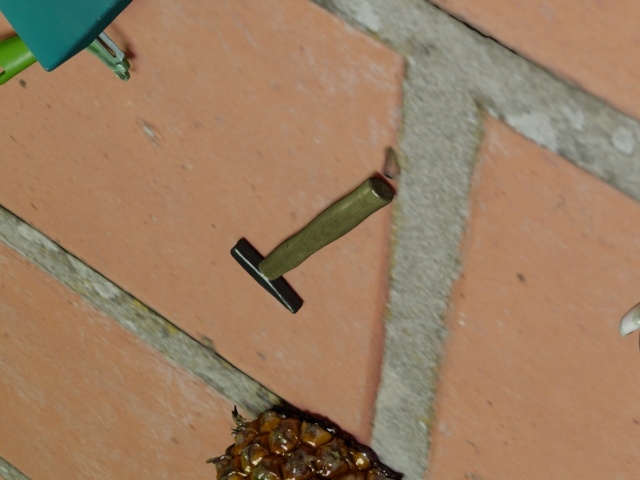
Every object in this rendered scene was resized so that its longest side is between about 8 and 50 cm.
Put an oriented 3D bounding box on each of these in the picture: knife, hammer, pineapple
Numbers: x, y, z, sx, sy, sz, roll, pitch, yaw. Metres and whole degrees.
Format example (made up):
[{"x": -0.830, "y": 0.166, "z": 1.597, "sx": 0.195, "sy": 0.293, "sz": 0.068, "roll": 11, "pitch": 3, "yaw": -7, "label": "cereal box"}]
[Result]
[{"x": -0.184, "y": -0.126, "z": 1.228, "sx": 0.078, "sy": 0.022, "sz": 0.166, "roll": 51, "pitch": 150, "yaw": -20, "label": "knife"}, {"x": 0.000, "y": 0.000, "z": 1.174, "sx": 0.062, "sy": 0.013, "sz": 0.199, "roll": 46, "pitch": 152, "yaw": -5, "label": "hammer"}, {"x": -0.030, "y": 0.224, "z": 1.381, "sx": 0.176, "sy": 0.137, "sz": 0.161, "roll": 24, "pitch": 146, "yaw": 29, "label": "pineapple"}]

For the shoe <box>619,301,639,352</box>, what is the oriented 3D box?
[{"x": 0.258, "y": 0.097, "z": 0.830, "sx": 0.316, "sy": 0.159, "sz": 0.124, "roll": 44, "pitch": 150, "yaw": 5, "label": "shoe"}]

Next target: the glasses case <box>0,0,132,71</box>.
[{"x": -0.115, "y": -0.197, "z": 1.008, "sx": 0.117, "sy": 0.070, "sz": 0.301, "roll": 53, "pitch": 152, "yaw": -6, "label": "glasses case"}]
